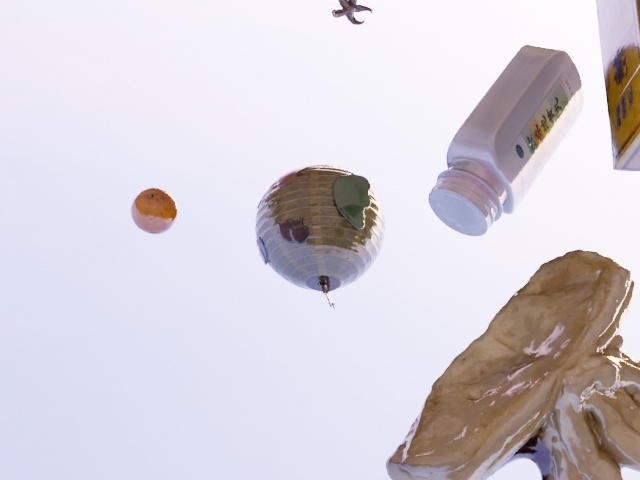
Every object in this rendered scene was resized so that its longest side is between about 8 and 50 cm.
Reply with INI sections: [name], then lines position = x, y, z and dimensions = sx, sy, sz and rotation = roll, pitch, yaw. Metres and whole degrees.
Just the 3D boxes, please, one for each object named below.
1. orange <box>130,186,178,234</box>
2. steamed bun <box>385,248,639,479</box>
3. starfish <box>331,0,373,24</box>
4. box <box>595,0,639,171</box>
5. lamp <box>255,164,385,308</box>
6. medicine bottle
[orange]
position = -0.286, -0.051, 1.741
dimensions = 0.084, 0.083, 0.083
rotation = 11, -147, -7
[steamed bun]
position = 0.304, 0.195, 1.248
dimensions = 0.247, 0.189, 0.428
rotation = -9, -150, 52
[starfish]
position = 0.058, -0.465, 2.009
dimensions = 0.078, 0.091, 0.028
rotation = -38, -139, 1
[box]
position = 0.479, -0.274, 1.482
dimensions = 0.084, 0.193, 0.301
rotation = -1, -107, 1
[lamp]
position = 0.000, 0.000, 1.886
dimensions = 0.250, 0.250, 0.284
rotation = 5, -119, -16
[medicine bottle]
position = 0.303, -0.157, 1.637
dimensions = 0.124, 0.179, 0.324
rotation = 21, -119, 37
